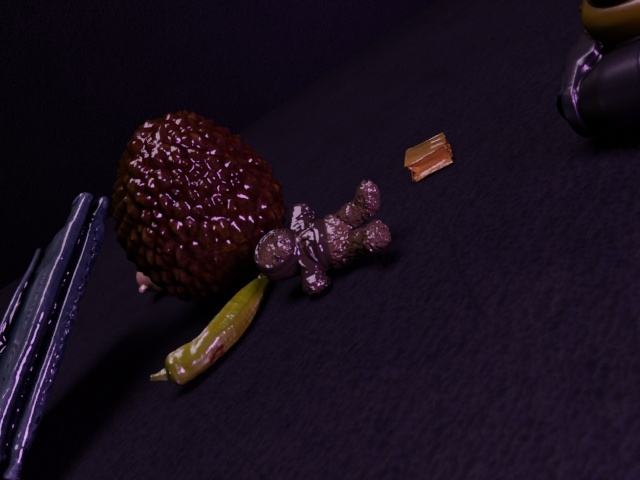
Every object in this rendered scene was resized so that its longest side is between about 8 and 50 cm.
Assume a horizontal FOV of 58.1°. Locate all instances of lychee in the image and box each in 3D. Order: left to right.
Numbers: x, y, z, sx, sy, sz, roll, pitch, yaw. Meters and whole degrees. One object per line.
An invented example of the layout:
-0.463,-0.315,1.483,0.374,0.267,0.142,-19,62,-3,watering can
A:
-0.166,-0.044,0.784,0.236,0.271,0.236,-12,48,14,lychee

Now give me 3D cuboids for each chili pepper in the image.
-0.105,0.095,0.663,0.208,0.043,0.049,-44,-5,-39,chili pepper

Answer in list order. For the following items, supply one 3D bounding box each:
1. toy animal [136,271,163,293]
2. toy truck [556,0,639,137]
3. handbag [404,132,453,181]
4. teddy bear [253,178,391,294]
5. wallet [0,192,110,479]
-0.275,0.058,0.987,0.082,0.091,0.114,-66,10,-4,toy animal
0.315,-0.167,0.475,0.224,0.147,0.165,10,71,60,toy truck
0.143,-0.114,0.768,0.061,0.027,0.083,-28,19,22,handbag
0.006,0.003,0.649,0.160,0.078,0.119,-21,57,19,teddy bear
-0.370,0.121,0.730,0.237,0.075,0.342,-29,46,49,wallet
